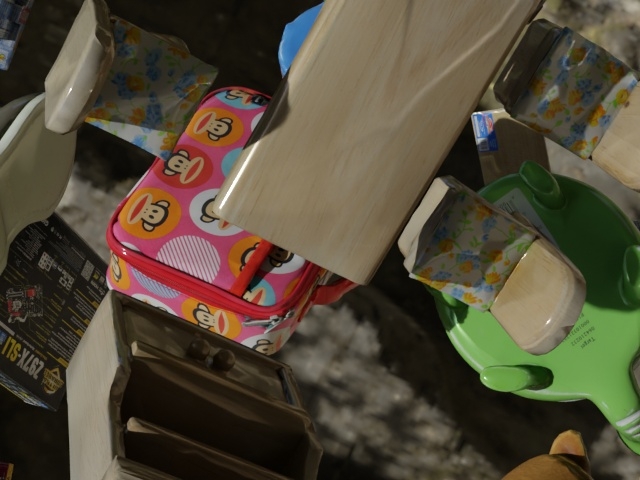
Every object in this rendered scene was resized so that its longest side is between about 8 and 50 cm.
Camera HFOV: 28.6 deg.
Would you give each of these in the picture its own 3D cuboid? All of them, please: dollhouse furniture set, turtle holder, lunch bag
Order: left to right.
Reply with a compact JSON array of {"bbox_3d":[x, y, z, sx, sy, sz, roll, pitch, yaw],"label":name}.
[{"bbox_3d":[-0.065,-0.017,1.358,0.120,0.258,0.293,101,-164,-51],"label":"lunch bag"},{"bbox_3d":[0.000,0.000,0.778,0.394,0.362,0.256,-59,21,13],"label":"dollhouse furniture set"},{"bbox_3d":[0.287,0.070,1.405,0.243,0.320,0.227,-64,-22,2],"label":"turtle holder"}]

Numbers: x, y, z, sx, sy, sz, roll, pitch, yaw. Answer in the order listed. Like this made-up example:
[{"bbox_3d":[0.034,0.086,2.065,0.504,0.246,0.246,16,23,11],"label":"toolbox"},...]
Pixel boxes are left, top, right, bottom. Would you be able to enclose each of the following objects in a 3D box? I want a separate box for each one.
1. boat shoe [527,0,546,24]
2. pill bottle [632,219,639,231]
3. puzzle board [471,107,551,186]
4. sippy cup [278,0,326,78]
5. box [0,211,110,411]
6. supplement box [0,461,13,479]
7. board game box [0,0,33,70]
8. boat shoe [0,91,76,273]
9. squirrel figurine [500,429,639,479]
[{"bbox_3d":[0.297,-0.353,1.878,0.207,0.073,0.073,-46,-24,7],"label":"boat shoe"},{"bbox_3d":[0.428,0.027,1.749,0.108,0.180,0.108,-7,-90,-81],"label":"pill bottle"},{"bbox_3d":[0.255,-0.112,1.654,0.011,0.096,0.128,-29,-70,-53],"label":"puzzle board"},{"bbox_3d":[0.037,-0.270,2.088,0.240,0.305,0.224,-38,-32,-5],"label":"sippy cup"},{"bbox_3d":[-0.461,0.091,1.969,0.257,0.079,0.322,-67,-26,-19],"label":"box"},{"bbox_3d":[-0.431,0.290,1.550,0.055,0.083,0.043,-4,72,46],"label":"supplement box"},{"bbox_3d":[-0.497,-0.370,2.003,0.194,0.060,0.194,-138,68,-77],"label":"board game box"},{"bbox_3d":[-0.280,-0.048,1.032,0.305,0.091,0.109,-71,-17,-59],"label":"boat shoe"},{"bbox_3d":[0.344,0.343,1.249,0.281,0.370,0.397,-30,-20,-37],"label":"squirrel figurine"}]
